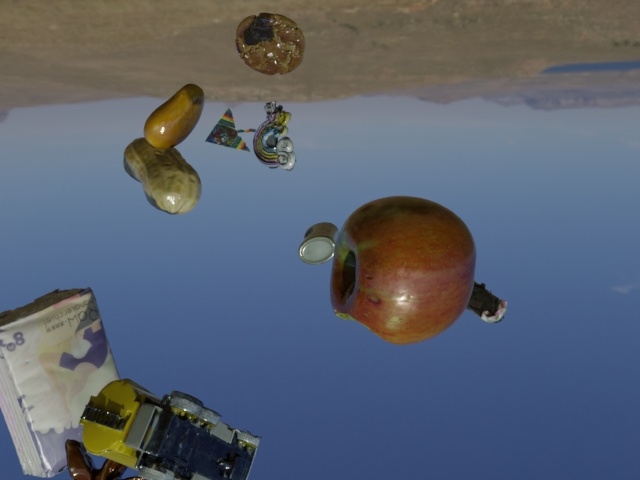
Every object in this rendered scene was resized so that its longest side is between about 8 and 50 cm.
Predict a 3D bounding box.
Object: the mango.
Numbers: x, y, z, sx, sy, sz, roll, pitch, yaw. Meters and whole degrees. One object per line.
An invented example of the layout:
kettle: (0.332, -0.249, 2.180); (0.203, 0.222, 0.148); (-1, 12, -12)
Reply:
mango: (-0.342, -0.290, 1.659); (0.090, 0.178, 0.115); (36, 165, 12)

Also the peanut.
peanut: (-0.400, -0.167, 1.741); (0.147, 0.147, 0.305); (-11, -136, -38)

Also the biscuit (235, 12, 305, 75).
biscuit: (-0.152, -0.596, 2.139); (0.225, 0.226, 0.042); (0, -131, 5)

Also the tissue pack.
tissue pack: (-0.560, 0.292, 1.494); (0.125, 0.344, 0.242); (-4, -165, 39)

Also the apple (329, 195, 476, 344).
apple: (0.188, 0.068, 1.579); (0.339, 0.340, 0.339); (-1, -168, 0)

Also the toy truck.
toy truck: (-0.166, 0.233, 0.807); (0.114, 0.098, 0.227); (7, 154, 29)

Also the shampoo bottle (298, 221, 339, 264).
shampoo bottle: (0.000, 0.000, 2.183); (0.118, 0.087, 0.234); (-18, -167, 9)

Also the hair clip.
hair clip: (-0.107, -0.237, 1.620); (0.116, 0.172, 0.049); (-13, 162, 42)

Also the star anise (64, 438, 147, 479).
star anise: (-0.355, 0.409, 1.137); (0.212, 0.196, 0.111); (-1, -175, 15)

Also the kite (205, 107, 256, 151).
kite: (-0.154, -0.182, 1.192); (0.090, 0.004, 0.122); (-13, 148, 0)

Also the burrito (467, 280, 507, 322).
burrito: (0.447, 0.162, 2.089); (0.096, 0.066, 0.309); (-36, -152, -9)
